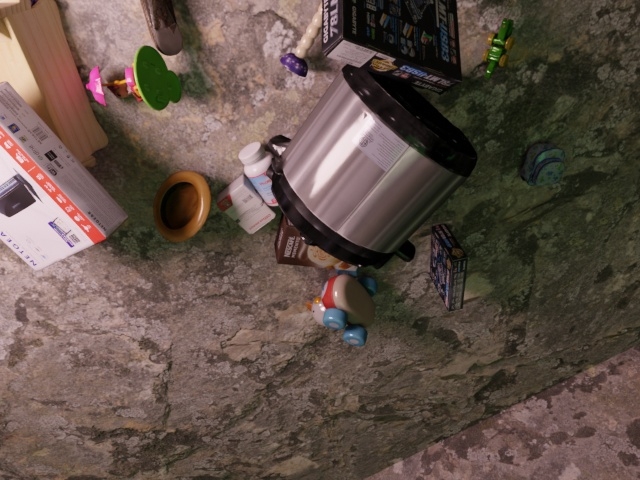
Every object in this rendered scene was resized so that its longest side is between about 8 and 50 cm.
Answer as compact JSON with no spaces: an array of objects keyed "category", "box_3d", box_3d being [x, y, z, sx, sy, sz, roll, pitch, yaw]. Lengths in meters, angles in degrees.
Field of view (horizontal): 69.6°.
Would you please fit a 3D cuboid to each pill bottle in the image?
[{"category":"pill bottle","box_3d":[-0.142,-0.172,1.194,0.087,0.087,0.160,-27,128,10]}]

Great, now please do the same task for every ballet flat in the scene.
[{"category":"ballet flat","box_3d":[-0.334,-0.503,0.926,0.084,0.058,0.250,-25,130,-25]}]

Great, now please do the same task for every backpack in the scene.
[{"category":"backpack","box_3d":[0.645,-0.216,1.320,0.104,0.084,0.115,-7,125,-9]}]

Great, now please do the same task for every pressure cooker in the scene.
[{"category":"pressure cooker","box_3d":[0.089,-0.152,1.066,0.375,0.370,0.420,13,127,-41]}]

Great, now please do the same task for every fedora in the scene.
[{"category":"fedora","box_3d":[-0.346,-0.086,1.203,0.194,0.194,0.079,-39,161,18]}]

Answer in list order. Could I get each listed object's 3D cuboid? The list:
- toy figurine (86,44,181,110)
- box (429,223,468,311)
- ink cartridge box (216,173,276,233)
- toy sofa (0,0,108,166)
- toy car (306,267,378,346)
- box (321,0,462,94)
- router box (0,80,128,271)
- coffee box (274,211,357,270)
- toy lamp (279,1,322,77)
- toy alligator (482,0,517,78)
[{"category":"toy figurine","box_3d":[-0.417,-0.340,1.004,0.159,0.173,0.130,-1,96,14]},{"category":"box","box_3d":[0.396,0.085,1.443,0.051,0.175,0.221,-11,128,-3]},{"category":"ink cartridge box","box_3d":[-0.201,-0.097,1.259,0.099,0.056,0.135,-34,125,15]},{"category":"toy sofa","box_3d":[-0.615,-0.315,0.973,0.150,0.177,0.363,6,130,14]},{"category":"toy car","box_3d":[0.035,0.209,1.485,0.237,0.219,0.210,-15,135,38]},{"category":"box","box_3d":[0.141,-0.462,0.886,0.293,0.296,0.073,5,169,-33]},{"category":"router box","box_3d":[-0.625,-0.110,0.970,0.300,0.082,0.336,-19,120,32]},{"category":"coffee box","box_3d":[0.000,0.000,1.346,0.246,0.098,0.141,6,125,-16]},{"category":"toy lamp","box_3d":[0.006,-0.491,0.986,0.080,0.080,0.275,22,119,-25]},{"category":"toy alligator","box_3d":[0.437,-0.484,1.098,0.051,0.056,0.190,-32,141,-43]}]
